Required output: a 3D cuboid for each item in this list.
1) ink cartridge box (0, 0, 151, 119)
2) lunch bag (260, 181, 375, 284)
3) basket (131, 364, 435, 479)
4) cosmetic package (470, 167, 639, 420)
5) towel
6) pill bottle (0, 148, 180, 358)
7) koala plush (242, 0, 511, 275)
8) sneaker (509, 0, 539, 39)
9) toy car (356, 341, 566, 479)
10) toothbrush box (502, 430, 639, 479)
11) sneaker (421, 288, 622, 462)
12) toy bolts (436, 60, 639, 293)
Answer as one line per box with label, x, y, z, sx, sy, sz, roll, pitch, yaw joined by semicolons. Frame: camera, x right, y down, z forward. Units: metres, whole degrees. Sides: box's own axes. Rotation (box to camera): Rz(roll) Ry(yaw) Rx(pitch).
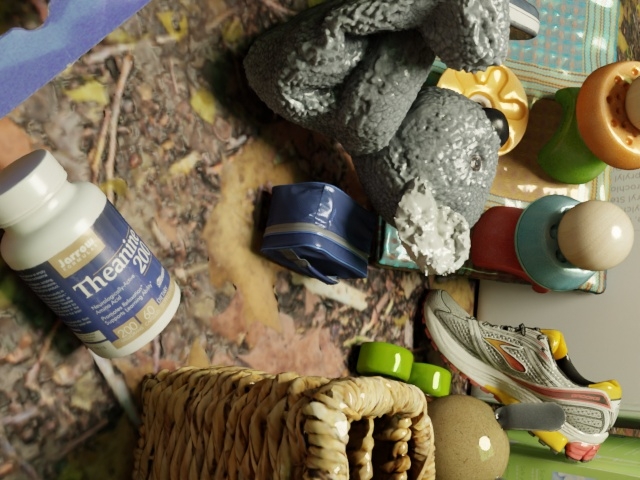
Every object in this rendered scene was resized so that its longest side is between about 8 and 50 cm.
ink cartridge box;-0.197;-0.197;0.292;0.303;0.072;0.307;-45;122;-15
lunch bag;0.000;0.000;0.595;0.098;0.067;0.065;30;65;-47
basket;0.006;0.235;0.436;0.213;0.223;0.299;15;75;-34
cosmetic package;0.417;0.030;0.895;0.329;0.327;0.394;23;69;-47
towel;0.192;-0.141;0.751;0.271;0.040;0.370;7;80;-14
pill bottle;-0.142;0.008;0.423;0.120;0.067;0.067;57;48;-31
koala plush;0.068;-0.094;0.581;0.196;0.203;0.221;-81;148;-65
sneaker;0.136;-0.298;0.672;0.226;0.086;0.164;23;93;-17
toy car;0.122;0.183;0.634;0.149;0.188;0.155;32;64;-44
toothbrush box;0.289;0.275;0.758;0.206;0.283;0.122;8;81;-51
sneaker;0.200;0.116;0.729;0.088;0.225;0.093;8;116;-58
toy bolts;0.213;-0.072;0.648;0.218;0.158;0.229;17;80;-13
